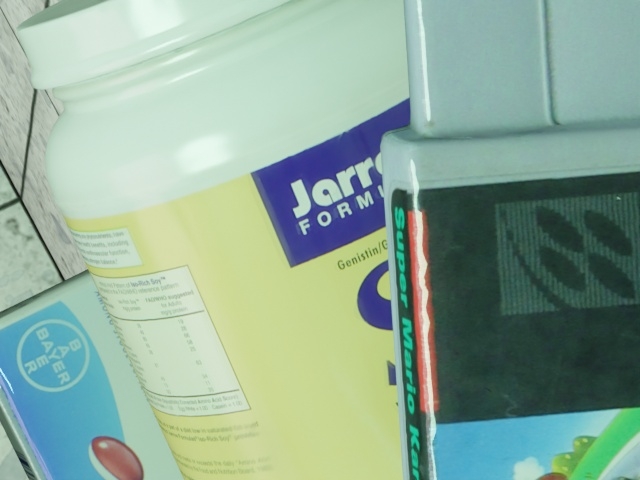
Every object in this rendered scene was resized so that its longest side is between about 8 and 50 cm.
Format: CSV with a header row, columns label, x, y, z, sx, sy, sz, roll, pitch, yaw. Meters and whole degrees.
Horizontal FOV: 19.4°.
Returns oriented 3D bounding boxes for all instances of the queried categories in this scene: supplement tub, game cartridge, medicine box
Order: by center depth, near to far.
label,x,y,z,sx,sy,sz,roll,pitch,yaw
game cartridge,0.139,0.081,0.537,0.068,0.230,0.355,-128,33,-80
supplement tub,0.000,0.000,0.988,0.331,0.241,0.241,67,163,-14
medicine box,-0.041,0.112,1.195,0.263,0.289,0.149,64,166,-4
